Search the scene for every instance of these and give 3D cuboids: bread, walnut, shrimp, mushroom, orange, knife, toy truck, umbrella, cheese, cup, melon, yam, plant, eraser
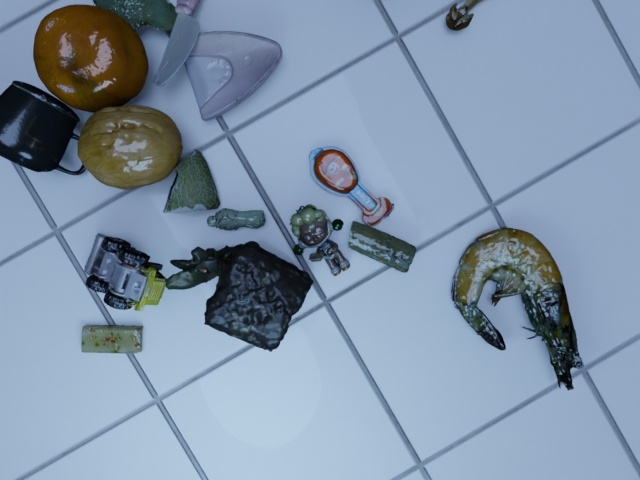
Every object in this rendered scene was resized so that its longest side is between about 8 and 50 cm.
[{"bbox_3d":[-0.526,0.249,1.027,0.153,0.028,0.068,2,93,0],"label":"bread"},{"bbox_3d":[-0.431,-0.214,0.939,0.221,0.195,0.195,-6,91,-4],"label":"walnut"},{"bbox_3d":[0.506,0.187,1.031,0.272,0.085,0.445,-26,89,4],"label":"shrimp"},{"bbox_3d":[0.394,-0.599,1.023,0.187,0.061,0.060,-41,87,-5],"label":"mushroom"},{"bbox_3d":[-0.522,-0.413,0.941,0.240,0.171,0.240,0,99,-2],"label":"orange"},{"bbox_3d":[-0.326,-0.519,0.983,0.081,0.043,0.336,10,82,7],"label":"knife"},{"bbox_3d":[-0.460,0.072,0.953,0.286,0.111,0.136,21,90,42],"label":"toy truck"},{"bbox_3d":[-0.209,-0.050,1.013,0.143,0.067,0.062,-3,121,-8],"label":"umbrella"},{"bbox_3d":[0.074,-0.142,1.031,0.256,0.037,0.106,43,91,-1],"label":"cheese"},{"bbox_3d":[-0.655,-0.252,0.961,0.223,0.169,0.176,31,81,-36],"label":"cup"},{"bbox_3d":[-0.311,-0.122,1.008,0.139,0.093,0.202,32,59,-28],"label":"melon"},{"bbox_3d":[0.149,0.016,1.018,0.179,0.078,0.078,22,90,-2],"label":"yam"},{"bbox_3d":[-0.192,0.099,0.942,0.312,0.215,0.213,32,86,1],"label":"plant"},{"bbox_3d":[-0.208,-0.426,1.005,0.243,0.059,0.204,-17,91,2],"label":"eraser"}]

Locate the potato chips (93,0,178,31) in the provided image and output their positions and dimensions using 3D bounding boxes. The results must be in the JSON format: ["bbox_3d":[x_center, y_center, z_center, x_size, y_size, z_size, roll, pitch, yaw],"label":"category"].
[{"bbox_3d":[-0.456,-0.583,0.994,0.228,0.059,0.167,1,96,-1],"label":"potato chips"}]

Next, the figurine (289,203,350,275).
[{"bbox_3d":[0.000,0.000,1.004,0.147,0.093,0.197,-33,93,13],"label":"figurine"}]
